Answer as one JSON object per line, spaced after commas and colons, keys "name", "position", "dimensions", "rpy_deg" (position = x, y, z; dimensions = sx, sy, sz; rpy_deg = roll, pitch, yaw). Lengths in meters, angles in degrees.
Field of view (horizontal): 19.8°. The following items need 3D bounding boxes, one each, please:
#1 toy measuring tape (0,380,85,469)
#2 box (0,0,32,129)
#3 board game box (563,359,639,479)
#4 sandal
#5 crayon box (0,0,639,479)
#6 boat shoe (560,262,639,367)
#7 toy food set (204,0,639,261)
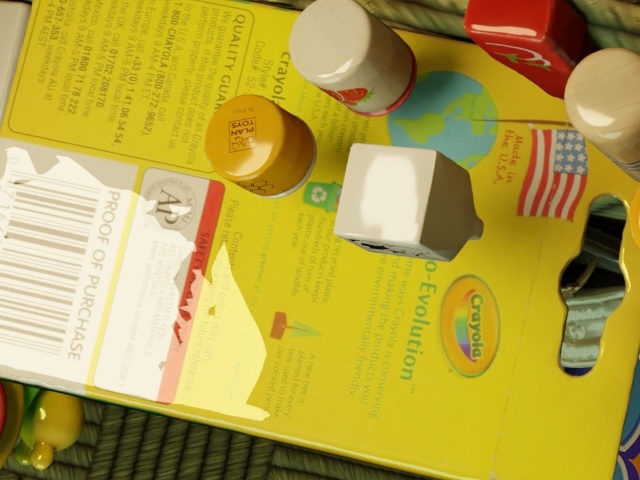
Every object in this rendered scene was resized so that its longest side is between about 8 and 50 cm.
{"name": "toy measuring tape", "position": [-0.275, 0.075, 0.982], "dimensions": [0.330, 0.121, 0.121], "rpy_deg": [20, 171, -32]}
{"name": "box", "position": [-0.268, -0.047, 1.140], "dimensions": [0.345, 0.168, 0.215], "rpy_deg": [8, 172, 31]}
{"name": "board game box", "position": [0.368, 0.268, 1.645], "dimensions": [0.356, 0.357, 0.356], "rpy_deg": [8, 171, 36]}
{"name": "sandal", "position": [0.139, 0.014, 1.290], "dimensions": [0.219, 0.060, 0.090], "rpy_deg": [9, 172, 34]}
{"name": "crayon box", "position": [0.000, 0.000, 0.874], "dimensions": [0.318, 0.202, 0.081], "rpy_deg": [13, 173, 10]}
{"name": "boat shoe", "position": [0.264, 0.042, 1.303], "dimensions": [0.233, 0.084, 0.079], "rpy_deg": [-1, -149, 29]}
{"name": "toy food set", "position": [0.077, -0.040, 0.779], "dimensions": [0.232, 0.111, 0.104], "rpy_deg": [6, 170, 28]}
